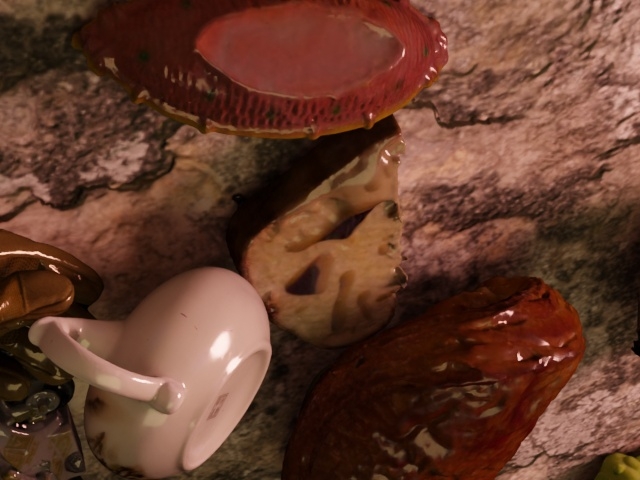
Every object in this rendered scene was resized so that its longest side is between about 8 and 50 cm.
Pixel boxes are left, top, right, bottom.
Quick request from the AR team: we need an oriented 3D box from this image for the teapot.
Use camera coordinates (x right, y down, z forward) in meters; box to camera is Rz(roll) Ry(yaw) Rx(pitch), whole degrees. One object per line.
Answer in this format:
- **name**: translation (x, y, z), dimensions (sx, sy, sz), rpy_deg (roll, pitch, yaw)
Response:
- **teapot**: translation (-0.137, 0.110, 1.243), dimensions (0.204, 0.139, 0.298), rpy_deg (-56, 165, 1)

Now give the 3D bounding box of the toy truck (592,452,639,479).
- **toy truck**: translation (0.422, 0.336, 1.817), dimensions (0.187, 0.148, 0.210), rpy_deg (-4, 114, -18)

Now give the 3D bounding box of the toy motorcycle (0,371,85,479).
- **toy motorcycle**: translation (-0.313, 0.207, 1.408), dimensions (0.152, 0.073, 0.225), rpy_deg (-8, 136, -12)

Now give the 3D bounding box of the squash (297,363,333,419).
- **squash**: translation (0.001, 0.218, 1.556), dimensions (0.069, 0.069, 0.258), rpy_deg (-5, 137, -18)

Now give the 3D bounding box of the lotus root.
- **lotus root**: translation (0.000, 0.000, 1.316), dimensions (0.170, 0.074, 0.260), rpy_deg (-14, 138, -4)

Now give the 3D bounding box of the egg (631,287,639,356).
- **egg**: translation (0.460, 0.075, 1.453), dimensions (0.279, 0.279, 0.310), rpy_deg (-3, 164, -20)

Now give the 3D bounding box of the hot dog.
- **hot dog**: translation (0.104, 0.185, 1.429), dimensions (0.267, 0.174, 0.387), rpy_deg (-12, 141, -48)

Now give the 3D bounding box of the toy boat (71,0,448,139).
- **toy boat**: translation (-0.031, -0.150, 1.124), dimensions (0.318, 0.099, 0.141), rpy_deg (-2, 95, -21)

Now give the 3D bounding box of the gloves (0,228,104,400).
- **gloves**: translation (-0.331, 0.068, 1.190), dimensions (0.331, 0.141, 0.154), rpy_deg (-17, 144, -40)
